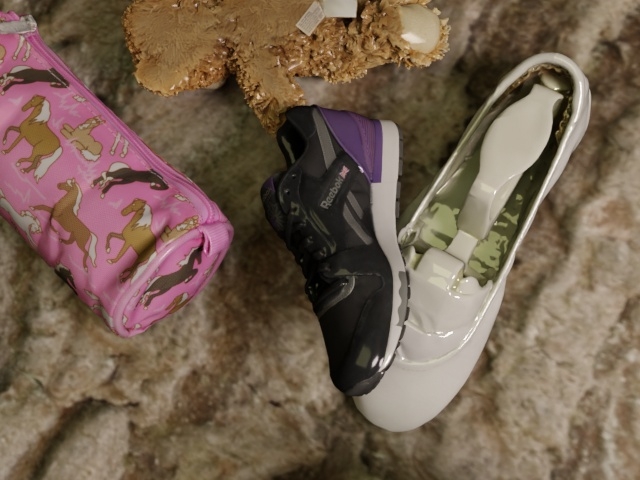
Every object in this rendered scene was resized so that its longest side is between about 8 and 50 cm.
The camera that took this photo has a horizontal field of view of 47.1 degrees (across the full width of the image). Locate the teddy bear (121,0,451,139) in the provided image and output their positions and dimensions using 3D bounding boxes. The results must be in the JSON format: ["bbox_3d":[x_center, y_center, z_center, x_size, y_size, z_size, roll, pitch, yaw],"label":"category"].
[{"bbox_3d":[-0.032,-0.228,0.784,0.338,0.113,0.245,-28,83,-3],"label":"teddy bear"}]

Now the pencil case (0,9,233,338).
[{"bbox_3d":[-0.262,-0.076,0.767,0.386,0.167,0.160,44,58,14],"label":"pencil case"}]

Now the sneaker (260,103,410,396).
[{"bbox_3d":[0.000,0.000,0.658,0.124,0.107,0.283,14,54,-18],"label":"sneaker"}]

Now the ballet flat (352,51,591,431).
[{"bbox_3d":[0.132,-0.007,0.689,0.139,0.139,0.400,29,87,14],"label":"ballet flat"}]
